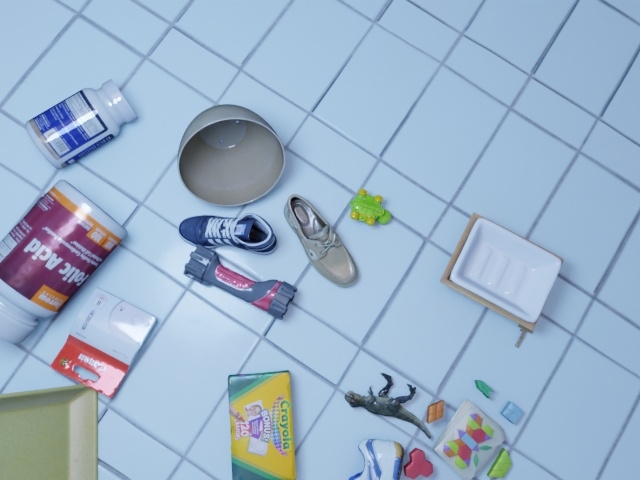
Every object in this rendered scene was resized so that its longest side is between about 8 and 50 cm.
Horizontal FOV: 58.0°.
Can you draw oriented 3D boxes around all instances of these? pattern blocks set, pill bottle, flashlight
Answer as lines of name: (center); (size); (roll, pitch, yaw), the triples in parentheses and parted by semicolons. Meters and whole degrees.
pattern blocks set: (0.401, 0.546, 1.570); (0.285, 0.026, 0.325); (31, 80, -7)
pill bottle: (-0.715, 0.055, 1.493); (0.224, 0.224, 0.392); (38, 80, 3)
pill bottle: (-0.657, -0.327, 1.601); (0.265, 0.153, 0.153); (-34, 84, -10)
flashlight: (-0.218, 0.107, 1.586); (0.304, 0.103, 0.103); (28, 53, 2)

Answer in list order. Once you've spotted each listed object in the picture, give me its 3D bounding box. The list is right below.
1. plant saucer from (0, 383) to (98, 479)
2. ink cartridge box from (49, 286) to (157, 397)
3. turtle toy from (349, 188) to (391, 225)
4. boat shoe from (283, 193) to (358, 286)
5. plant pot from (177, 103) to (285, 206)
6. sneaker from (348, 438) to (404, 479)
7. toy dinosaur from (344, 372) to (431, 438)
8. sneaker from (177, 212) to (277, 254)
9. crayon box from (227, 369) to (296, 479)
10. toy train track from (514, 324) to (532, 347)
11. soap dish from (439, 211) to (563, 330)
plant saucer: (-0.694, 0.529, 1.394); (0.081, 0.333, 0.333); (-8, 79, 24)
ink cartridge box: (-0.573, 0.267, 1.530); (0.189, 0.066, 0.232); (27, 62, 0)
turtle toy: (0.143, -0.086, 1.661); (0.130, 0.066, 0.095); (21, 79, -1)
boat shoe: (0.000, 0.000, 1.619); (0.109, 0.098, 0.302); (-34, 84, -9)
plant pot: (-0.256, -0.261, 1.585); (0.284, 0.284, 0.191); (-16, 46, -7)
sneaker: (0.136, 0.673, 1.523); (0.131, 0.112, 0.296); (8, 78, 15)
toy dinosaur: (0.197, 0.438, 1.581); (0.268, 0.064, 0.118); (23, 82, -5)
sneaker: (-0.257, -0.028, 1.577); (0.282, 0.153, 0.099); (9, 79, -3)
crayon box: (-0.155, 0.492, 1.530); (0.165, 0.081, 0.278); (-4, 80, -5)
toy train track: (0.580, 0.269, 1.660); (0.048, 0.014, 0.083); (28, 85, -6)
soap dish: (0.506, 0.087, 1.632); (0.291, 0.118, 0.229); (28, 79, 1)
